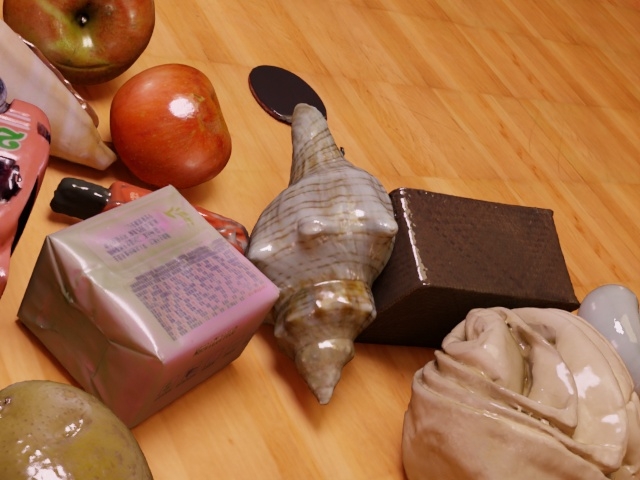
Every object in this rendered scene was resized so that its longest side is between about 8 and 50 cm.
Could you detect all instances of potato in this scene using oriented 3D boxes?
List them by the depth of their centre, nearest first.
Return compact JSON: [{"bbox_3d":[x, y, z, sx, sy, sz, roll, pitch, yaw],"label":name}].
[{"bbox_3d":[-0.209,0.230,0.820,0.174,0.159,0.251,-29,76,-27],"label":"potato"}]

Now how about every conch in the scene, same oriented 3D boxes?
[{"bbox_3d":[-0.004,-0.001,1.175,0.169,0.203,0.386,29,54,-70],"label":"conch"},{"bbox_3d":[-0.369,-0.162,1.217,0.255,0.127,0.158,48,0,-18],"label":"conch"},{"bbox_3d":[0.460,0.167,1.465,0.185,0.121,0.221,-11,61,-50],"label":"conch"}]

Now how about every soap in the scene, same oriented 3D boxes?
[{"bbox_3d":[-0.179,0.066,1.052,0.182,0.138,0.199,42,36,14],"label":"soap"}]

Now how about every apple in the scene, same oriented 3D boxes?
[{"bbox_3d":[-0.193,-0.143,1.284,0.139,0.163,0.163,-18,48,1],"label":"apple"},{"bbox_3d":[-0.322,-0.305,1.340,0.196,0.196,0.196,22,37,-17],"label":"apple"}]

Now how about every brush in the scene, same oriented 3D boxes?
[{"bbox_3d":[-0.165,-0.009,1.216,0.323,0.070,0.051,15,43,-26],"label":"brush"}]

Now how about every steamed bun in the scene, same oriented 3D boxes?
[{"bbox_3d":[0.237,0.182,1.142,0.289,0.203,0.276,-13,36,-28],"label":"steamed bun"}]

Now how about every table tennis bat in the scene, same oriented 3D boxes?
[{"bbox_3d":[-0.037,-0.208,1.601,0.130,0.019,0.220,-3,48,-40],"label":"table tennis bat"}]

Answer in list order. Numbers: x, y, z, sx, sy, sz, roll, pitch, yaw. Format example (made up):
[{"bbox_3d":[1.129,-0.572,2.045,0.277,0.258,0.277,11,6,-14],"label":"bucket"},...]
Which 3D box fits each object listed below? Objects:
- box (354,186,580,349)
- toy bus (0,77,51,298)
[{"bbox_3d":[0.169,0.047,1.302,0.273,0.184,0.143,8,60,-31],"label":"box"},{"bbox_3d":[-0.475,-0.060,0.915,0.427,0.203,0.233,13,44,-26],"label":"toy bus"}]
